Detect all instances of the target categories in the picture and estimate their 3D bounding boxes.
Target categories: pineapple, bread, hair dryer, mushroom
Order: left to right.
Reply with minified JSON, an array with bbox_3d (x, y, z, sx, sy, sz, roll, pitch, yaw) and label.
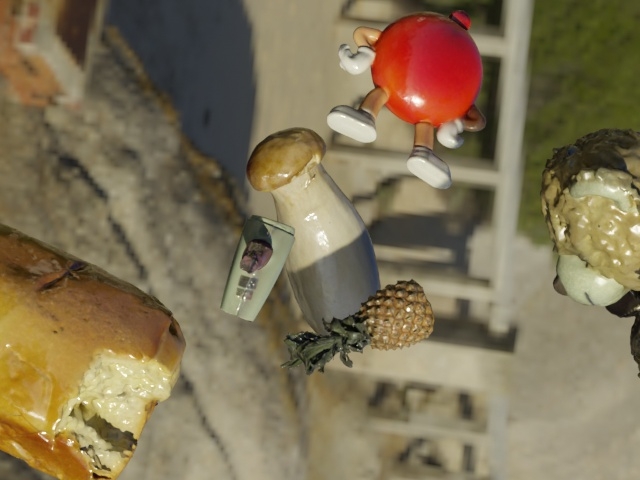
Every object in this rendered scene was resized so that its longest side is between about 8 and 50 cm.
[{"bbox_3d":[-0.295,0.077,1.637,0.148,0.344,0.195,112,1,-48],"label":"bread"},{"bbox_3d":[-0.069,0.024,1.790,0.154,0.054,0.106,61,51,-84],"label":"hair dryer"},{"bbox_3d":[0.000,0.000,2.407,0.128,0.128,0.350,-73,148,-46],"label":"mushroom"},{"bbox_3d":[0.027,0.071,1.446,0.058,0.124,0.058,164,-90,-70],"label":"pineapple"}]

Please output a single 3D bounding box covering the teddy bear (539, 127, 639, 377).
[{"bbox_3d":[0.281,0.018,1.492,0.156,0.256,0.267,-49,-178,-1],"label":"teddy bear"}]

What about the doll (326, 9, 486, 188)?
[{"bbox_3d":[0.103,-0.176,2.000,0.085,0.183,0.217,-43,-158,57],"label":"doll"}]
